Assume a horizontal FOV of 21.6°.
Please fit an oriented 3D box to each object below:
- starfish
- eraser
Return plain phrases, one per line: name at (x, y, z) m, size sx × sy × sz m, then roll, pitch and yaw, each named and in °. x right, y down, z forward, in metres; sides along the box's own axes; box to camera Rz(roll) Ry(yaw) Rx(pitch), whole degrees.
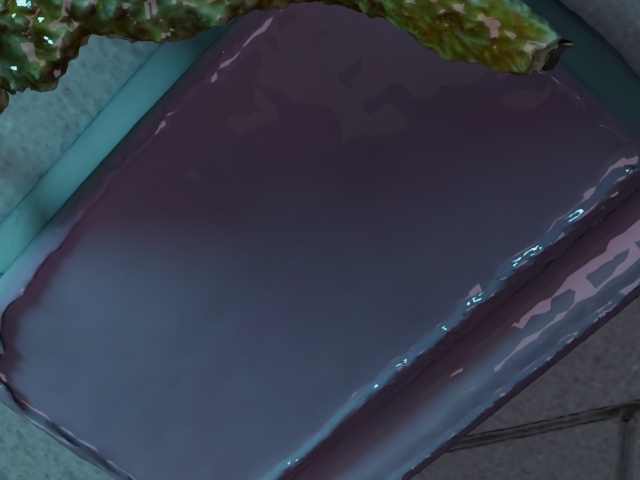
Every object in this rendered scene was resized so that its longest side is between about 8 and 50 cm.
starfish at (-0.146, -0.161, 0.777) m, size 0.398 × 0.132 × 0.383 m, roll -29°, pitch 87°, yaw 36°
eraser at (0.000, 0.000, 0.930) m, size 0.272 × 0.122 × 0.359 m, roll 37°, pitch 116°, yaw -22°
